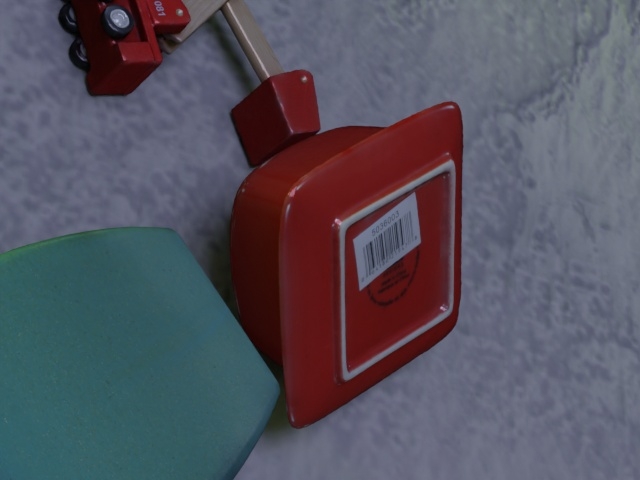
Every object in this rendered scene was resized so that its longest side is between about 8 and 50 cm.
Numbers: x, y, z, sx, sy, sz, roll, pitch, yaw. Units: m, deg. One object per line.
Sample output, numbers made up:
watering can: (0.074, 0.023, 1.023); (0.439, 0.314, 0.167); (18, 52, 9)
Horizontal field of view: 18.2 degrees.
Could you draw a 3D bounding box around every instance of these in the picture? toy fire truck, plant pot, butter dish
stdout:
toy fire truck: (-0.087, -0.138, 1.191); (0.135, 0.047, 0.192); (-6, 70, -38)
plant pot: (-0.139, 0.097, 0.960); (0.166, 0.165, 0.234); (56, 40, 2)
butter dish: (0.000, 0.000, 1.146); (0.160, 0.118, 0.160); (-29, 130, -41)
